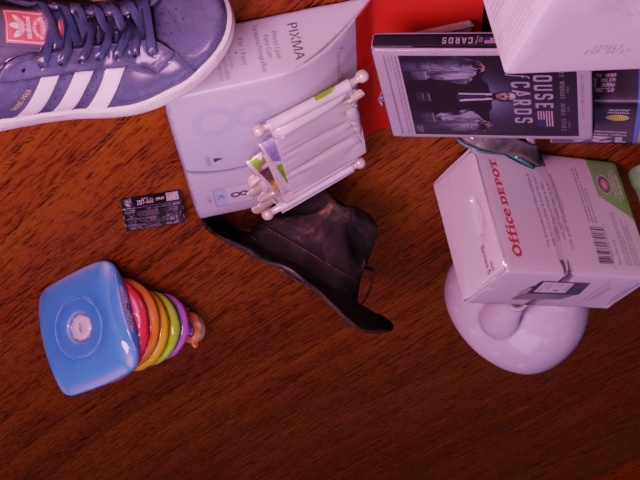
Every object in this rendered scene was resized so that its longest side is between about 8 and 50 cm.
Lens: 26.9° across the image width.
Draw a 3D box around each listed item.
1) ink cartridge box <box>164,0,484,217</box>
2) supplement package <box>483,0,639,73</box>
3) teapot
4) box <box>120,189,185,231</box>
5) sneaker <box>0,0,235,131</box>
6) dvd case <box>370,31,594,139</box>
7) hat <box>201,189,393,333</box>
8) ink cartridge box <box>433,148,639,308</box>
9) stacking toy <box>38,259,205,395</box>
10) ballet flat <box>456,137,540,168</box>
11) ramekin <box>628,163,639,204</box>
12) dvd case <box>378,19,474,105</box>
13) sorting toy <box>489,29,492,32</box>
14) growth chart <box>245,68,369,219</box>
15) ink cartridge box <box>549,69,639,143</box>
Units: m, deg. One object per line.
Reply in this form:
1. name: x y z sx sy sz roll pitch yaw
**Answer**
1. ink cartridge box: 0.012 -0.161 1.611 0.385 0.091 0.308 -11 155 -2
2. supplement package: 0.230 -0.315 1.155 0.177 0.293 0.175 -5 154 -17
3. teapot: 0.333 0.070 2.092 0.252 0.256 0.187 17 132 -27
4. box: -0.229 -0.040 1.829 0.083 0.018 0.067 -10 155 -6
5. sneaker: -0.264 -0.198 1.354 0.350 0.131 0.148 -16 159 7
6. dvd case: 0.188 -0.173 1.514 0.239 0.029 0.179 2 152 13
7. hat: 0.000 0.000 1.821 0.134 0.331 0.331 -56 145 3
8. ink cartridge box: 0.318 -0.016 1.926 0.273 0.198 0.115 4 150 -30
9. stacking toy: -0.268 0.135 2.050 0.166 0.175 0.302 -24 164 28
10. ballet flat: 0.252 -0.142 1.788 0.213 0.072 0.068 9 111 -57
11. ramekin: 0.611 -0.057 1.937 0.303 0.148 0.303 -9 173 -1
12. dvd case: 0.123 -0.208 1.571 0.087 0.013 0.119 -17 154 -29
13. sorting toy: 0.229 -0.218 1.592 0.045 0.075 0.083 4 141 -49
14. growth chart: -0.016 -0.105 1.607 0.172 0.021 0.237 -26 157 -9
15. ink cartridge box: 0.436 -0.161 1.665 0.303 0.072 0.307 0 169 12
